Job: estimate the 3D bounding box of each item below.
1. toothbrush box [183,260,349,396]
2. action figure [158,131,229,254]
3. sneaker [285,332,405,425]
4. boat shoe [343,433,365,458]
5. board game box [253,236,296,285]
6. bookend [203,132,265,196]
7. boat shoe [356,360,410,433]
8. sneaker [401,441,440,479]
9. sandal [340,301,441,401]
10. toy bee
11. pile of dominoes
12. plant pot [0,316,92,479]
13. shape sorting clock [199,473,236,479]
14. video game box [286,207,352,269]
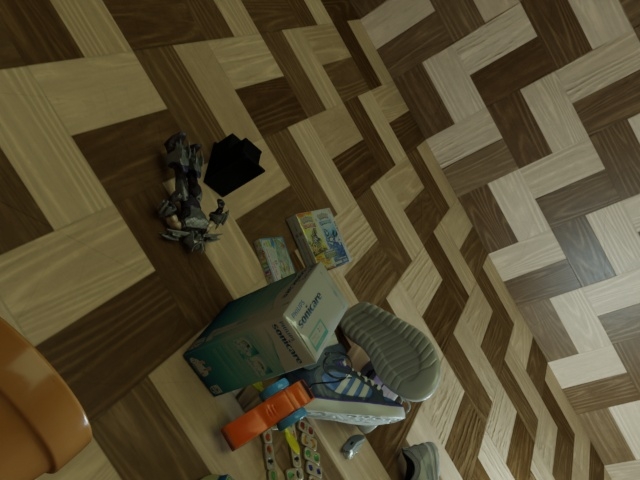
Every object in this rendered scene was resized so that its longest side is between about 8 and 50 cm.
[{"bbox_3d":[-0.113,0.191,1.316,0.126,0.295,0.216,56,31,-12],"label":"toothbrush box"},{"bbox_3d":[-0.307,-0.101,1.435,0.185,0.099,0.285,14,60,-58],"label":"action figure"},{"bbox_3d":[0.066,0.333,1.554,0.322,0.130,0.236,11,61,-18],"label":"sneaker"},{"bbox_3d":[0.089,0.547,1.615,0.100,0.035,0.035,-20,112,-62],"label":"boat shoe"},{"bbox_3d":[-0.117,0.067,1.658,0.103,0.026,0.154,-6,73,-57],"label":"board game box"},{"bbox_3d":[-0.215,-0.219,1.595,0.072,0.156,0.157,39,38,-34],"label":"bookend"},{"bbox_3d":[0.198,0.429,1.759,0.156,0.136,0.367,61,34,-5],"label":"boat shoe"},{"bbox_3d":[0.279,0.721,1.736,0.115,0.105,0.281,5,63,-16],"label":"sneaker"},{"bbox_3d":[0.204,0.300,1.687,0.102,0.169,0.416,55,-5,-36],"label":"sandal"},{"bbox_3d":[-0.071,0.371,1.349,0.162,0.298,0.195,104,-25,-70],"label":"toy bee"},{"bbox_3d":[-0.046,0.531,1.415,0.196,0.040,0.251,17,55,-50],"label":"pile of dominoes"},{"bbox_3d":[-0.478,0.239,0.791,0.291,0.291,0.203,55,49,-15],"label":"plant pot"},{"bbox_3d":[-0.166,0.541,1.172,0.206,0.040,0.206,43,13,-13],"label":"shape sorting clock"},{"bbox_3d":[0.000,0.000,1.861,0.205,0.048,0.187,-16,79,-59],"label":"video game box"}]
